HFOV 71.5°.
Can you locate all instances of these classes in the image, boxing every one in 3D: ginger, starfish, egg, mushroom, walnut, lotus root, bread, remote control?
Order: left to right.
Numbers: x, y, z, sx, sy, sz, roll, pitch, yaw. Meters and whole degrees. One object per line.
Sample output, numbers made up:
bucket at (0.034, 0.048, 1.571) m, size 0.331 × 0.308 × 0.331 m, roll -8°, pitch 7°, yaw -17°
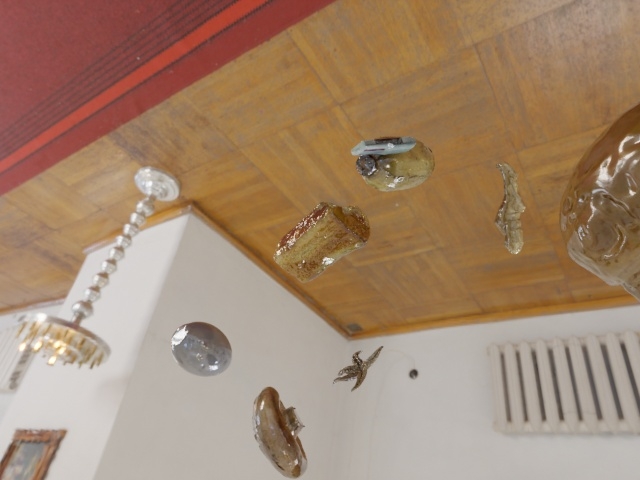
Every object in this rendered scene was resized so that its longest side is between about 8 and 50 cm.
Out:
egg at (-0.404, 0.379, 1.539) m, size 0.176 × 0.176 × 0.232 m, roll -16°, pitch 139°, yaw 30°
mushroom at (-0.123, 0.578, 1.350) m, size 0.146 × 0.278 × 0.278 m, roll -26°, pitch 143°, yaw -10°
bread at (0.003, -0.002, 1.463) m, size 0.195 × 0.148 × 0.344 m, roll 39°, pitch 129°, yaw -20°
starfish at (0.149, 0.485, 1.682) m, size 0.238 × 0.213 × 0.056 m, roll -31°, pitch 106°, yaw 4°
remote control at (0.161, -0.234, 1.114) m, size 0.166 × 0.029 × 0.065 m, roll -12°, pitch 174°, yaw -30°
lotus root at (0.206, -0.216, 1.261) m, size 0.284 × 0.160 × 0.146 m, roll -12°, pitch 143°, yaw -43°
ginger at (0.693, -0.121, 1.632) m, size 0.081 × 0.148 × 0.333 m, roll -4°, pitch 103°, yaw 0°
walnut at (0.574, -0.055, 0.666) m, size 0.354 × 0.308 × 0.397 m, roll 41°, pitch 147°, yaw 17°
